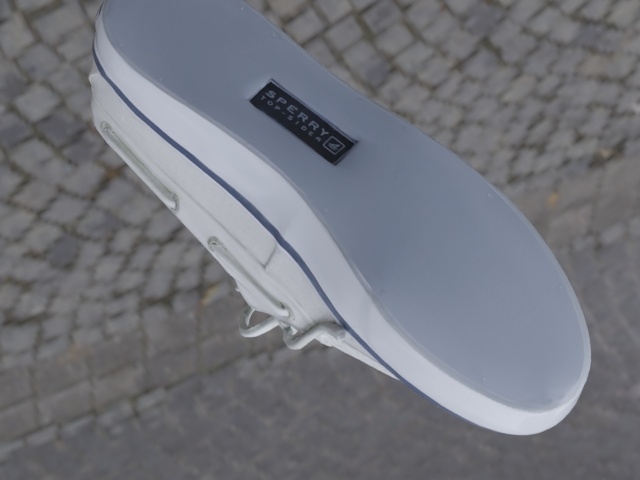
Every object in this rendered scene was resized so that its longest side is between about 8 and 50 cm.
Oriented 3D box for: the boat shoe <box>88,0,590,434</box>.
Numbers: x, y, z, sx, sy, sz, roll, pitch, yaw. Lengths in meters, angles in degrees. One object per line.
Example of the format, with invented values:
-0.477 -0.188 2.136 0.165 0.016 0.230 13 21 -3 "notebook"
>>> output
-0.007 0.004 1.071 0.136 0.367 0.156 -44 168 -35 "boat shoe"
